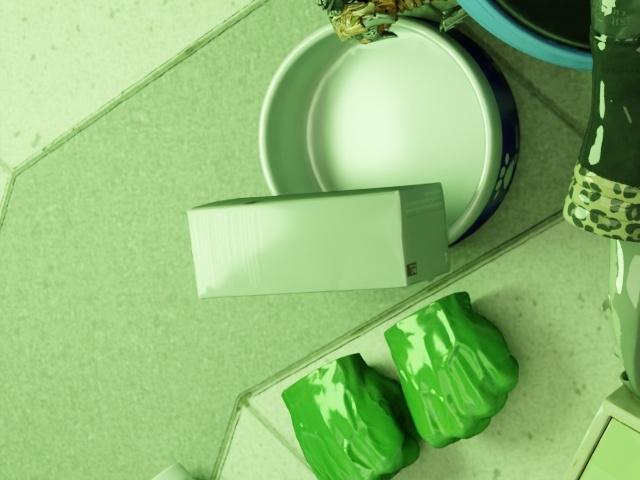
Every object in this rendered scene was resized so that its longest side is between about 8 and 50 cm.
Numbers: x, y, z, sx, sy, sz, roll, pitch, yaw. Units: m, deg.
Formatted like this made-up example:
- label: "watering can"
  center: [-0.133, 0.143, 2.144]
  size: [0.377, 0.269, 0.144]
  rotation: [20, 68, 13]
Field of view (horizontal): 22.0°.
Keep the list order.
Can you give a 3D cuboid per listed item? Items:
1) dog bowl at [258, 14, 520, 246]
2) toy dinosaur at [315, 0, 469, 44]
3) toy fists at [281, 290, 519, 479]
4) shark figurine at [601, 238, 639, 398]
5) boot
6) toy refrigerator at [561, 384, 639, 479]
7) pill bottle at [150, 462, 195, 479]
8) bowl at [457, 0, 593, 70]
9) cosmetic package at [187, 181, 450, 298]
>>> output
- label: "dog bowl"
  center: [0.073, -0.108, 1.747]
  size: [0.265, 0.104, 0.265]
  rotation: [3, 97, 24]
- label: "toy dinosaur"
  center: [0.129, -0.329, 1.667]
  size: [0.218, 0.322, 0.164]
  rotation: [53, 156, 18]
- label: "toy fists"
  center: [0.091, 0.174, 1.783]
  size: [0.279, 0.096, 0.142]
  rotation: [-31, 73, 26]
- label: "shark figurine"
  center: [0.336, 0.050, 1.614]
  size: [0.116, 0.166, 0.278]
  rotation: [1, 97, 23]
- label: "boot"
  center: [0.399, -0.144, 1.502]
  size: [0.138, 0.377, 0.284]
  rotation: [-127, 39, -55]
- label: "toy refrigerator"
  center: [0.288, 0.295, 1.707]
  size: [0.102, 0.094, 0.269]
  rotation: [30, 107, 18]
- label: "pill bottle"
  center: [-0.132, 0.352, 1.893]
  size: [0.186, 0.112, 0.112]
  rotation: [46, 112, 13]
- label: "bowl"
  center: [0.281, -0.352, 1.547]
  size: [0.391, 0.077, 0.391]
  rotation: [-1, 102, -2]
- label: "cosmetic package"
  center: [0.000, 0.000, 1.667]
  size: [0.238, 0.127, 0.107]
  rotation: [-7, 93, 23]
